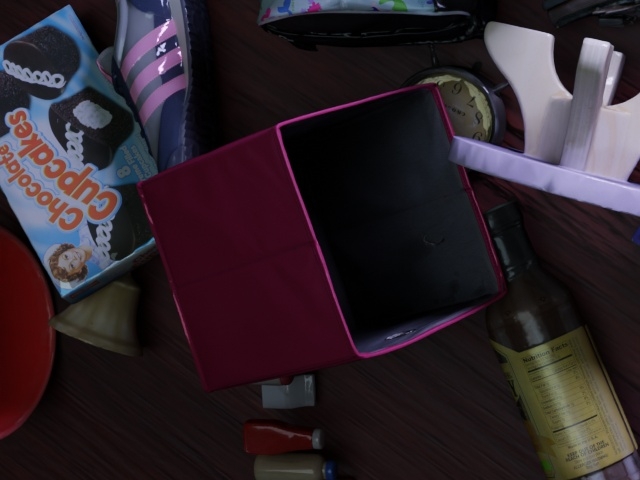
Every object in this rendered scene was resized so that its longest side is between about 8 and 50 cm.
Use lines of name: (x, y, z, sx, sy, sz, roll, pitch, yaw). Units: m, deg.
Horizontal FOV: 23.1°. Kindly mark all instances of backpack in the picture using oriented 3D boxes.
backpack: (0.053, -0.296, 1.722, 0.253, 0.225, 0.191, -7, 91, 18)

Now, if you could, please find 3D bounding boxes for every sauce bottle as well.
sauce bottle: (0.255, 0.125, 1.765, 0.111, 0.111, 0.344, -23, 87, 21)

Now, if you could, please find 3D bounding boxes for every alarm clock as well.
alarm clock: (0.139, -0.118, 1.799, 0.129, 0.064, 0.192, 27, 103, 15)

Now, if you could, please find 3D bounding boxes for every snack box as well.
snack box: (-0.305, -0.105, 1.911, 0.187, 0.060, 0.322, -31, 77, -2)

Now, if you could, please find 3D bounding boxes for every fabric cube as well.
fabric cube: (0.000, 0.000, 1.720, 0.258, 0.254, 0.259, -19, 91, 46)

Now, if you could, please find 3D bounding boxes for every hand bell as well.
hand bell: (-0.241, 0.010, 1.949, 0.126, 0.126, 0.242, 20, 91, 17)

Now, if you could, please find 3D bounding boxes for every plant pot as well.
plant pot: (-0.512, 0.120, 1.977, 0.243, 0.275, 0.275, -4, 95, 30)

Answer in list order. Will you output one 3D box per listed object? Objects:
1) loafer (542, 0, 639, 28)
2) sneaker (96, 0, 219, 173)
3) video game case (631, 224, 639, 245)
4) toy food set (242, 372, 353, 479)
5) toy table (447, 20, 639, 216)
loafer: (0.373, -0.272, 1.681, 0.267, 0.096, 0.084, -21, 95, 19)
sneaker: (-0.199, -0.180, 1.870, 0.131, 0.112, 0.319, -9, 74, 15)
video game case: (0.508, -0.050, 1.672, 0.244, 0.061, 0.270, 33, 107, 13)
toy food set: (-0.026, 0.211, 1.876, 0.104, 0.111, 0.232, 0, 99, 19)
toy table: (0.284, -0.124, 1.638, 0.274, 0.252, 0.161, 14, 97, 2)
